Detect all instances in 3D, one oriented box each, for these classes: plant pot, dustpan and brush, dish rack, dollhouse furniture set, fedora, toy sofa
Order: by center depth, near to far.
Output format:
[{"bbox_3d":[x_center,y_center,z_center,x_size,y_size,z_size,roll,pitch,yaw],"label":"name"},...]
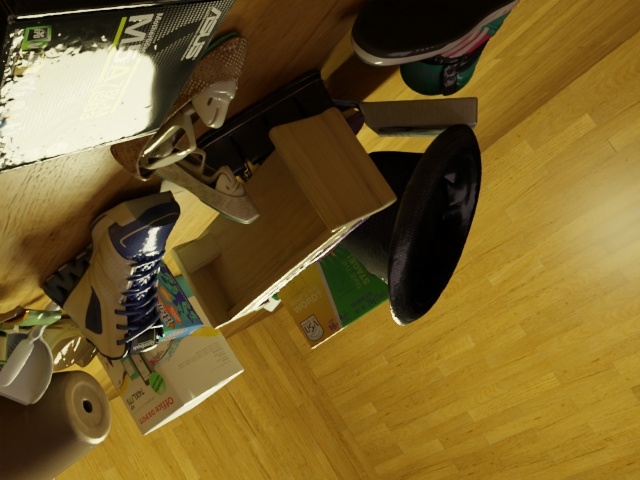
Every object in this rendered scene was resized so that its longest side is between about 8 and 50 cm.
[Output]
[{"bbox_3d":[-0.051,-0.024,0.963,0.177,0.150,0.362,-24,169,-43],"label":"toy sofa"},{"bbox_3d":[0.125,-0.037,1.022,0.334,0.152,0.334,-45,147,-40],"label":"fedora"},{"bbox_3d":[-0.070,-0.137,1.029,0.208,0.074,0.271,-31,174,-4],"label":"dish rack"},{"bbox_3d":[-0.475,0.149,1.035,0.152,0.058,0.076,-20,157,33],"label":"dollhouse furniture set"},{"bbox_3d":[-0.502,0.178,1.135,0.211,0.147,0.060,-58,-152,-2],"label":"dustpan and brush"},{"bbox_3d":[-0.547,0.359,1.304,0.229,0.263,0.263,-25,174,11],"label":"plant pot"}]

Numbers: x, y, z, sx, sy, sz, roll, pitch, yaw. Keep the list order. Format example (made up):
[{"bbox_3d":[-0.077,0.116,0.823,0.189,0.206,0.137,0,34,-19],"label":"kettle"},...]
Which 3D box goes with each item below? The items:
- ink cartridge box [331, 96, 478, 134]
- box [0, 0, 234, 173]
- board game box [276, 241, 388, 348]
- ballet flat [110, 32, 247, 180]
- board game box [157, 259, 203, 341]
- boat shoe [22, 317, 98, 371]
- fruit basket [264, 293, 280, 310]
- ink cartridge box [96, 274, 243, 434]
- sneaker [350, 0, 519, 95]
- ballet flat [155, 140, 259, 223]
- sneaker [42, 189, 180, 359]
[{"bbox_3d":[0.136,-0.194,1.078,0.224,0.045,0.223,2,-176,11],"label":"ink cartridge box"},{"bbox_3d":[-0.180,-0.133,0.523,0.184,0.045,0.191,-23,167,-43],"label":"box"},{"bbox_3d":[0.000,0.000,1.222,0.242,0.316,0.064,-36,171,18],"label":"board game box"},{"bbox_3d":[-0.144,-0.138,0.734,0.206,0.067,0.073,-37,170,23],"label":"ballet flat"},{"bbox_3d":[-0.306,0.106,1.221,0.047,0.160,0.210,-35,172,7],"label":"board game box"},{"bbox_3d":[-0.493,0.191,1.325,0.104,0.089,0.285,-59,177,-7],"label":"boat shoe"},{"bbox_3d":[-0.059,0.029,1.728,0.353,0.165,0.327,-34,173,-20],"label":"fruit basket"},{"bbox_3d":[-0.356,0.259,1.531,0.198,0.270,0.197,-40,169,37],"label":"ink cartridge box"},{"bbox_3d":[0.140,-0.267,0.918,0.295,0.124,0.178,-30,162,-29],"label":"sneaker"},{"bbox_3d":[-0.141,-0.078,0.815,0.052,0.168,0.057,-53,-163,29],"label":"ballet flat"},{"bbox_3d":[-0.286,0.072,1.016,0.315,0.182,0.127,-39,171,37],"label":"sneaker"}]
